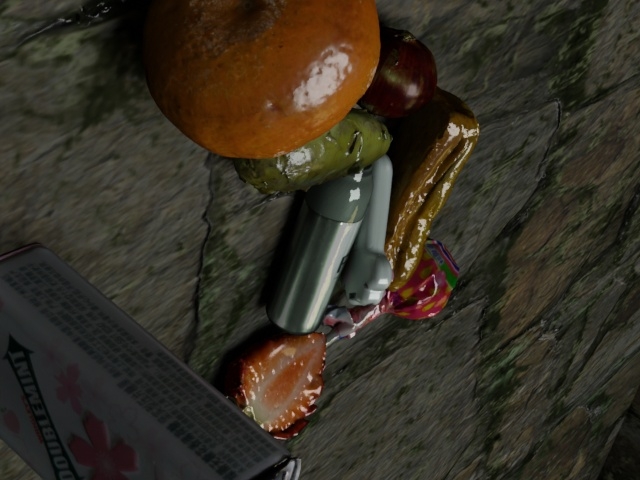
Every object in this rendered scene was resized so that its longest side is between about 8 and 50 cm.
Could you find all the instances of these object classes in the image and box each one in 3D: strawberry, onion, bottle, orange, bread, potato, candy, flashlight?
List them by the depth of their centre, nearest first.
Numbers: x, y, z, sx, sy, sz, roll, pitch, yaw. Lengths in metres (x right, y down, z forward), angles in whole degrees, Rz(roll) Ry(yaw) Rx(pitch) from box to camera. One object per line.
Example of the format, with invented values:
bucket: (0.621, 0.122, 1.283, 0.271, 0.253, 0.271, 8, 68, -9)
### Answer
orange: (-0.051, -0.179, 1.223, 0.224, 0.224, 0.170, -53, 159, -1)
potato: (-0.004, -0.106, 1.504, 0.225, 0.090, 0.117, -13, 172, -45)
onion: (0.085, -0.196, 1.553, 0.117, 0.118, 0.118, -21, 139, -41)
bottle: (0.000, 0.000, 1.683, 0.096, 0.079, 0.253, -85, -167, -59)
flashlight: (0.064, -0.017, 1.694, 0.047, 0.093, 0.200, 7, 82, -27)
bread: (0.117, -0.069, 1.748, 0.077, 0.139, 0.271, 11, 116, -25)
strawberry: (-0.065, 0.185, 1.784, 0.187, 0.082, 0.146, -46, 128, -25)
candy: (0.039, 0.121, 1.878, 0.365, 0.124, 0.124, -35, 150, -12)

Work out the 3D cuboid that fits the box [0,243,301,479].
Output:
box: (-0.186, 0.178, 1.255, 0.112, 0.370, 0.190, -29, 146, -43)
